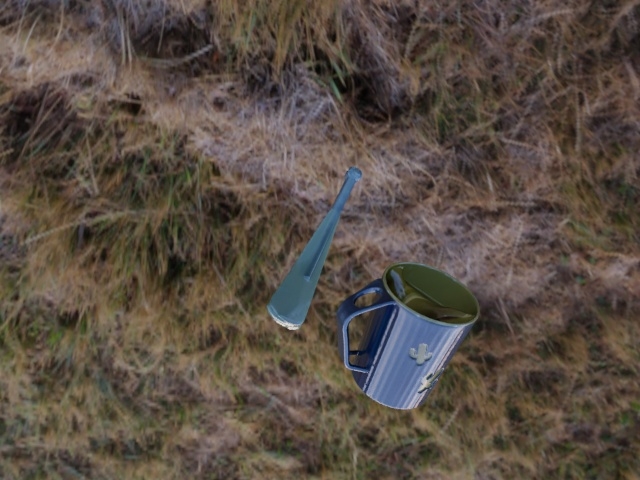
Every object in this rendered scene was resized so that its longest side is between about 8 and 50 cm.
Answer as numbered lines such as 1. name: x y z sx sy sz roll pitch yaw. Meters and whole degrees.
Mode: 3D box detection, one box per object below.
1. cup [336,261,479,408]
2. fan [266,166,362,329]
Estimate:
1. cup: 0.097 0.124 1.090 0.176 0.131 0.155 7 121 -22
2. fan: 0.000 0.000 0.812 0.038 0.193 0.016 34 146 -14
